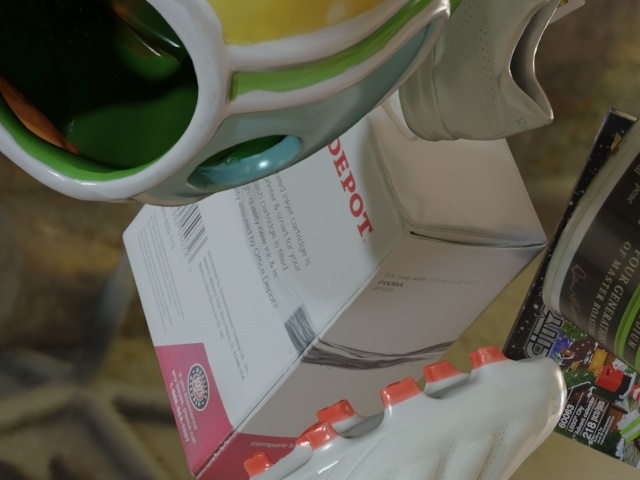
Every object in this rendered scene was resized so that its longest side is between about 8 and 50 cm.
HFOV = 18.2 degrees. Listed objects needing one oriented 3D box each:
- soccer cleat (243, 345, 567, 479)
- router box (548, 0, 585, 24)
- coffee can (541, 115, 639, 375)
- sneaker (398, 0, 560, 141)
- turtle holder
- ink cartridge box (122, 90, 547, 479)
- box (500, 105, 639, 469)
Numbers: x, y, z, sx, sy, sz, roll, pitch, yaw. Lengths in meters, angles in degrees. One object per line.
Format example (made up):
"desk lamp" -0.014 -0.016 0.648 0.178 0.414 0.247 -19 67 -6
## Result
"soccer cleat" -0.004 0.096 0.568 0.196 0.068 0.076 -29 90 -23
"router box" -0.005 -0.203 1.356 0.082 0.301 0.335 66 7 33
"coffee can" 0.297 0.041 1.154 0.275 0.201 0.201 38 28 20
"sneaker" 0.094 -0.161 1.087 0.094 0.212 0.080 1 10 27
"turtle holder" -0.032 -0.139 0.885 0.320 0.243 0.227 -7 33 31
"ink cartridge box" 0.000 0.000 1.297 0.117 0.283 0.207 5 52 -34
"box" 0.235 0.041 1.442 0.159 0.233 0.044 23 11 3
